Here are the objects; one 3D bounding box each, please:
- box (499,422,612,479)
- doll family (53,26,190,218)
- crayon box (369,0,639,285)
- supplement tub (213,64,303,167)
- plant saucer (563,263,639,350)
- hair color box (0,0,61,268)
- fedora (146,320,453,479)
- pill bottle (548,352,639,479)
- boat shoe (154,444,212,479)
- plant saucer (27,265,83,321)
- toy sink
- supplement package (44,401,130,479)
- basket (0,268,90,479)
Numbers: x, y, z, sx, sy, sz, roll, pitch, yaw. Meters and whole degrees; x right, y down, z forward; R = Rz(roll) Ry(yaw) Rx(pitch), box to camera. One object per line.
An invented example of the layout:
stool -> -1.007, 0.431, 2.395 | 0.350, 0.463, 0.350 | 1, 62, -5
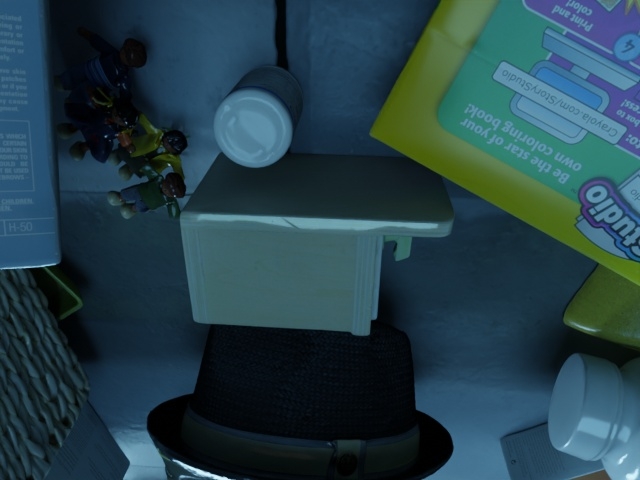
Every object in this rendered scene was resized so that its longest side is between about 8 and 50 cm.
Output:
box -> 0.359, 0.320, 0.713 | 0.170, 0.091, 0.130 | -28, 114, 19
doll family -> -0.190, -0.111, 0.517 | 0.111, 0.076, 0.193 | -13, 125, 34
crayon box -> 0.273, -0.139, 0.410 | 0.362, 0.106, 0.313 | 30, 120, 3
supplement tub -> -0.054, -0.118, 0.485 | 0.071, 0.107, 0.071 | 2, 119, 3
plant saucer -> 0.498, 0.037, 0.547 | 0.332, 0.081, 0.333 | 18, 120, -7
hair color box -> -0.255, -0.184, 0.367 | 0.113, 0.185, 0.375 | -3, 115, -27
fedora -> -0.015, 0.152, 0.586 | 0.333, 0.334, 0.153 | 6, 87, 1
pill bottle -> 0.405, 0.215, 0.563 | 0.272, 0.152, 0.152 | 15, 121, 11
boat shoe -> -0.096, 0.284, 0.708 | 0.305, 0.109, 0.091 | -13, 117, 24
plant saucer -> -0.411, 0.042, 0.641 | 0.188, 0.045, 0.188 | -30, 113, 19
toy sink -> 0.000, 0.000, 0.524 | 0.234, 0.153, 0.131 | 2, 120, 2
supplement package -> -0.434, 0.362, 0.701 | 0.198, 0.263, 0.199 | -14, 117, 12
basket -> -0.472, 0.147, 0.526 | 0.331, 0.266, 0.328 | -5, 119, 8
